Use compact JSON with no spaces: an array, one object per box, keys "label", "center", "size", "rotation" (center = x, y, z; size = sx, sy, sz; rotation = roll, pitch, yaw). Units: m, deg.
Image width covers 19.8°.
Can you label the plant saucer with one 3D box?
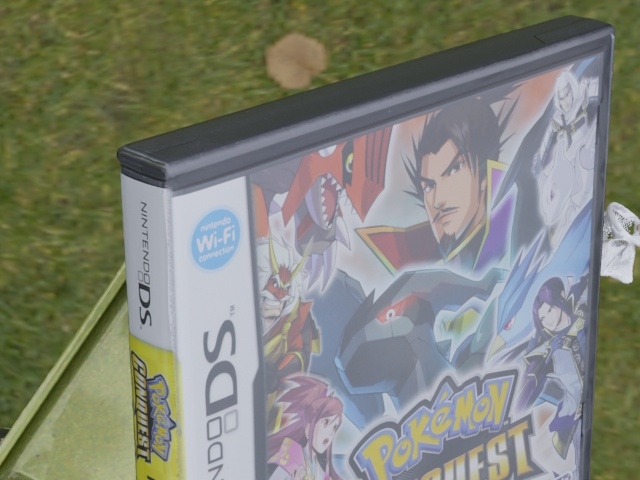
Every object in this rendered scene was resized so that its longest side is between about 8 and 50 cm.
[{"label":"plant saucer","center":[-0.074,0.102,0.999],"size":[0.188,0.045,0.188],"rotation":[34,91,-28]}]

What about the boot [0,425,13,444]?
[{"label":"boot","center":[-0.259,0.175,1.393],"size":[0.236,0.178,0.085],"rotation":[9,86,-59]}]

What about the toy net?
[{"label":"toy net","center":[0.352,-0.027,1.836],"size":[0.232,0.045,0.122],"rotation":[-10,76,-26]}]

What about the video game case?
[{"label":"video game case","center":[0.031,0.046,0.823],"size":[0.275,0.035,0.248],"rotation":[-20,119,-39]}]
